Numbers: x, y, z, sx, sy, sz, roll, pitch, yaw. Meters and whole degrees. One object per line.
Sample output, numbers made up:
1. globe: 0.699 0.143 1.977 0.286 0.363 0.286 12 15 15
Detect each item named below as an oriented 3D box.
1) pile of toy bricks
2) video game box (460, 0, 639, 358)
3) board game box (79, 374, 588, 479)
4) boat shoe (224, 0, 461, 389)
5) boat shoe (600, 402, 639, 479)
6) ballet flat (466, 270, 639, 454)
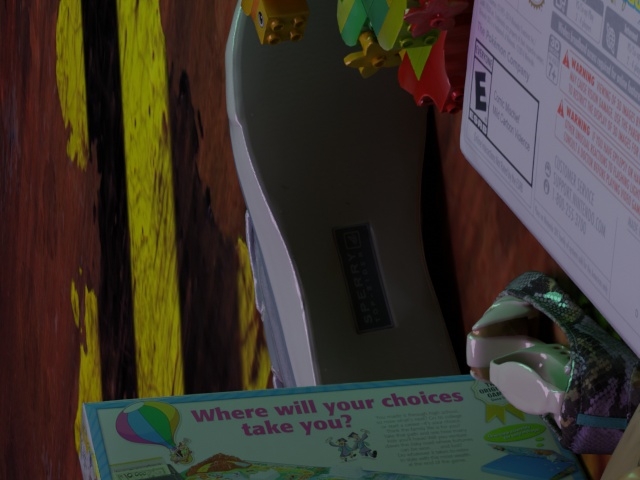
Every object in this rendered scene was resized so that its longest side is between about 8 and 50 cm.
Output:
1. pile of toy bricks: 0.021 -0.103 0.618 0.212 0.118 0.105 109 146 -57
2. video game box: 0.093 -0.071 0.482 0.205 0.048 0.187 -122 30 -61
3. board game box: 0.009 0.087 0.616 0.103 0.154 0.026 -111 23 -50
4. boat shoe: 0.001 0.000 0.774 0.081 0.079 0.228 139 124 -66
5. boat shoe: 0.101 0.078 0.372 0.341 0.121 0.110 110 171 -63
6. ballet flat: 0.067 0.035 0.613 0.114 0.041 0.041 -136 45 -69
